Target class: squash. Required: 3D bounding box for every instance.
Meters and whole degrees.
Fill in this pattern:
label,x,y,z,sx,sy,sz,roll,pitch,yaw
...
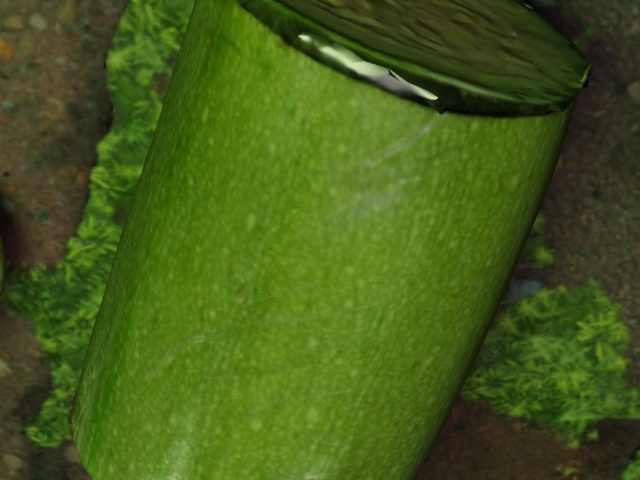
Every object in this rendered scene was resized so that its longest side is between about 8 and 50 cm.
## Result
label,x,y,z,sx,sy,sz,roll,pitch,yaw
squash,0.000,0.000,0.955,0.263,0.263,0.384,14,122,-10

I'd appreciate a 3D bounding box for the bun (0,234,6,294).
label,x,y,z,sx,sy,sz,roll,pitch,yaw
bun,-0.315,0.020,1.061,0.164,0.111,0.188,41,119,-5
